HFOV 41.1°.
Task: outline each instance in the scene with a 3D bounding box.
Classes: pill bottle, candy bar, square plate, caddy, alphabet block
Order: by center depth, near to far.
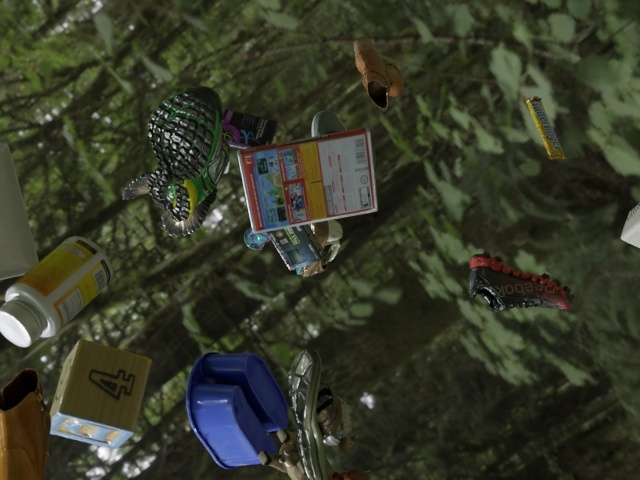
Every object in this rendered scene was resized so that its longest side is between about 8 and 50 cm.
[{"bbox_3d":[-0.489,0.095,1.563,0.117,0.117,0.215,50,-134,-11],"label":"pill bottle"},{"bbox_3d":[0.479,-0.240,1.819,0.018,0.040,0.161,119,140,-59],"label":"candy bar"},{"bbox_3d":[-0.857,-0.060,2.081,0.344,0.049,0.347,-20,-82,-65],"label":"square plate"},{"bbox_3d":[-0.554,0.387,2.135,0.193,0.192,0.197,20,-124,-20],"label":"alphabet block"},{"bbox_3d":[-0.230,0.446,2.247,0.341,0.179,0.241,64,-149,-33],"label":"caddy"}]

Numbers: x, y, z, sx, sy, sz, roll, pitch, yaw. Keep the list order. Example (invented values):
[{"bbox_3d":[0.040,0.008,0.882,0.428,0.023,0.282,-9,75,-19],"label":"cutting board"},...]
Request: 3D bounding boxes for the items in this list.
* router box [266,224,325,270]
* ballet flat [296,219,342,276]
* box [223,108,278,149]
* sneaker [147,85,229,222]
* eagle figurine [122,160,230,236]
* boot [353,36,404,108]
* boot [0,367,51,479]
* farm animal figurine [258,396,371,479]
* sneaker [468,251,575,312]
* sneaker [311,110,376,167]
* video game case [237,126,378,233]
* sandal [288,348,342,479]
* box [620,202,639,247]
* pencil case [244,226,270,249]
[{"bbox_3d":[-0.058,0.005,2.041,0.122,0.092,0.038,58,-154,-22],"label":"router box"},{"bbox_3d":[0.000,0.000,2.568,0.342,0.124,0.116,100,164,-53],"label":"ballet flat"},{"bbox_3d":[-0.214,-0.313,2.470,0.029,0.162,0.116,100,-176,-59],"label":"box"},{"bbox_3d":[-0.239,-0.181,1.607,0.134,0.146,0.343,39,148,5],"label":"sneaker"},{"bbox_3d":[-0.415,-0.179,2.580,0.226,0.298,0.225,31,164,12],"label":"eagle figurine"},{"bbox_3d":[0.138,-0.350,1.929,0.197,0.073,0.152,38,-150,-43],"label":"boot"},{"bbox_3d":[-0.526,0.376,1.453,0.295,0.104,0.211,-97,8,-59],"label":"boot"},{"bbox_3d":[-0.015,0.541,1.805,0.172,0.330,0.327,28,-150,-44],"label":"farm animal figurine"},{"bbox_3d":[0.496,0.134,2.151,0.276,0.135,0.097,20,163,5],"label":"sneaker"},{"bbox_3d":[0.056,-0.233,2.202,0.178,0.124,0.295,119,136,-66],"label":"sneaker"},{"bbox_3d":[-0.023,-0.129,1.856,0.025,0.285,0.204,-106,6,-56],"label":"video game case"},{"bbox_3d":[-0.003,0.340,1.660,0.120,0.086,0.303,-132,33,-60],"label":"sandal"},{"bbox_3d":[0.878,-0.065,2.175,0.113,0.094,0.275,25,160,3],"label":"box"},{"bbox_3d":[-0.144,-0.030,2.411,0.064,0.152,0.070,-22,-98,-56],"label":"pencil case"}]
